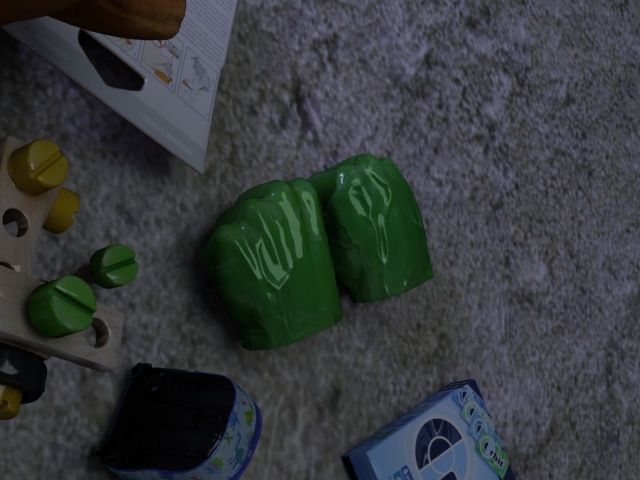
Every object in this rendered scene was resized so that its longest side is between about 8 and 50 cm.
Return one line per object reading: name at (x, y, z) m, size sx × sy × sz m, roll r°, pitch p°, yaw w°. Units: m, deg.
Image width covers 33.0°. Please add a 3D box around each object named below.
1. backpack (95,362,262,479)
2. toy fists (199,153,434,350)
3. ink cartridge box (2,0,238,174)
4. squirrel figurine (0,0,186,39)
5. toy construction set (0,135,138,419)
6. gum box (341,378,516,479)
backpack at (-0.106, 0.160, 0.884) m, size 0.084 × 0.114 × 0.105 m, roll 54°, pitch 45°, yaw -42°
toy fists at (0.000, 0.000, 1.044) m, size 0.279 × 0.096 × 0.142 m, roll -20°, pitch 100°, yaw -44°
ink cartridge box at (-0.181, -0.216, 0.924) m, size 0.275 × 0.060 × 0.239 m, roll 38°, pitch 54°, yaw -48°
squirrel figurine at (-0.294, -0.203, 0.562) m, size 0.370 × 0.397 × 0.281 m, roll -67°, pitch 166°, yaw -56°
toy construction set at (-0.247, -0.013, 0.713) m, size 0.309 × 0.237 × 0.257 m, roll 51°, pitch 50°, yaw -23°
gum box at (0.122, 0.250, 1.105) m, size 0.184 × 0.041 × 0.157 m, roll -24°, pitch 93°, yaw -44°
